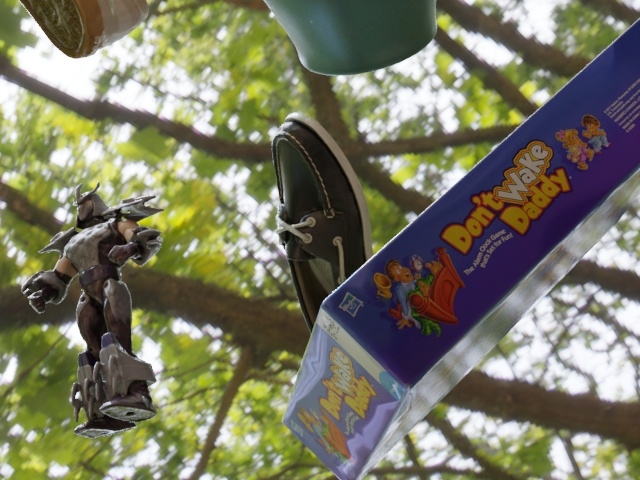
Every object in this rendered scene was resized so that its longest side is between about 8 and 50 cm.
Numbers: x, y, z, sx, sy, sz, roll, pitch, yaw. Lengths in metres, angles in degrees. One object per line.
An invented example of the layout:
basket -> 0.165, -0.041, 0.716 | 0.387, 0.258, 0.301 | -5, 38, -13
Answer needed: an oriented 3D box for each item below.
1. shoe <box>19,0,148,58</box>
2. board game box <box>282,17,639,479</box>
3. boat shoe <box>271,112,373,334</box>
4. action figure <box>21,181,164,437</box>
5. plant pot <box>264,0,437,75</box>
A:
shoe -> -0.193, -0.208, 0.812 | 0.058, 0.076, 0.219 | -33, -101, -32
board game box -> 0.130, 0.012, 0.942 | 0.078, 0.233, 0.347 | 43, -115, 13
boat shoe -> 0.000, 0.000, 1.461 | 0.091, 0.114, 0.302 | -36, -60, -26
action figure -> -0.238, 0.062, 1.378 | 0.099, 0.185, 0.285 | 12, -122, -45
plant pot -> 0.034, -0.354, 1.561 | 0.271, 0.271, 0.255 | -40, -52, -33
